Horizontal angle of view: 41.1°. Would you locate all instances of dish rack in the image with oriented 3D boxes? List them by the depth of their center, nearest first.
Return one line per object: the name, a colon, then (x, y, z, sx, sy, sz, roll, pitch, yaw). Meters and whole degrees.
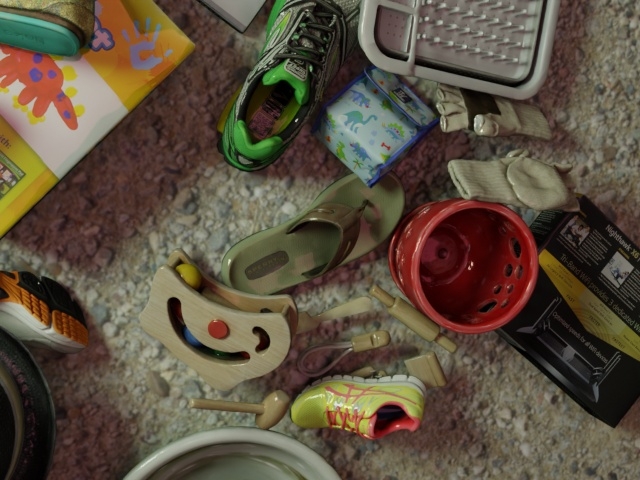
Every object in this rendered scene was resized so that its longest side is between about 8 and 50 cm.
dish rack: (0.199, -0.363, 1.230, 0.332, 0.072, 0.286, 6, 95, -28)

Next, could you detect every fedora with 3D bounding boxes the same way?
fedora: (-0.471, 0.252, 1.001, 0.334, 0.152, 0.334, -2, 99, -13)

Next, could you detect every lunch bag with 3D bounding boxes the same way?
lunch bag: (0.085, -0.174, 1.232, 0.129, 0.096, 0.151, 45, 62, 5)

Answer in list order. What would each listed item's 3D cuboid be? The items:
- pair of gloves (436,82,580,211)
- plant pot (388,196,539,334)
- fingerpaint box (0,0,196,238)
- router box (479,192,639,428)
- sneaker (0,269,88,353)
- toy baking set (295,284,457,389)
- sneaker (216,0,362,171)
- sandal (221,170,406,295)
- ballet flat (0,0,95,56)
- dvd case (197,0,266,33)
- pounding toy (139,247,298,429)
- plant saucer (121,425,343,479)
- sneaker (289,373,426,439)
pair of gloves: (0.269, -0.136, 1.231, 0.204, 0.240, 0.042, 8, 137, -19)
plant pot: (0.195, 0.027, 1.252, 0.191, 0.174, 0.191, -2, 98, -14)
fingerpaint box: (-0.444, -0.275, 1.063, 0.371, 0.163, 0.445, -46, 105, -4)
router box: (0.425, 0.110, 1.367, 0.309, 0.081, 0.243, 41, 87, -15)
sneaker: (-0.435, 0.099, 1.138, 0.121, 0.099, 0.262, -41, 131, 18)
toy baking set: (0.075, 0.165, 1.288, 0.256, 0.030, 0.197, 41, 104, -13)
sneaker: (-0.021, -0.247, 1.179, 0.134, 0.146, 0.344, 26, 88, -15)
sandal: (0.000, 0.002, 1.246, 0.302, 0.086, 0.120, -32, 103, -8)
ballet flat: (-0.422, -0.286, 0.933, 0.348, 0.123, 0.123, 7, 95, -14)
dvd case: (-0.113, -0.439, 1.193, 0.179, 0.029, 0.239, 35, 88, -15)
pounding toy: (-0.125, 0.133, 1.167, 0.269, 0.155, 0.154, 41, 109, -8)
plant saucer: (-0.140, 0.457, 1.262, 0.400, 0.100, 0.401, -2, 97, -14)
sneaker: (0.056, 0.253, 1.266, 0.208, 0.094, 0.081, -9, 120, 6)
